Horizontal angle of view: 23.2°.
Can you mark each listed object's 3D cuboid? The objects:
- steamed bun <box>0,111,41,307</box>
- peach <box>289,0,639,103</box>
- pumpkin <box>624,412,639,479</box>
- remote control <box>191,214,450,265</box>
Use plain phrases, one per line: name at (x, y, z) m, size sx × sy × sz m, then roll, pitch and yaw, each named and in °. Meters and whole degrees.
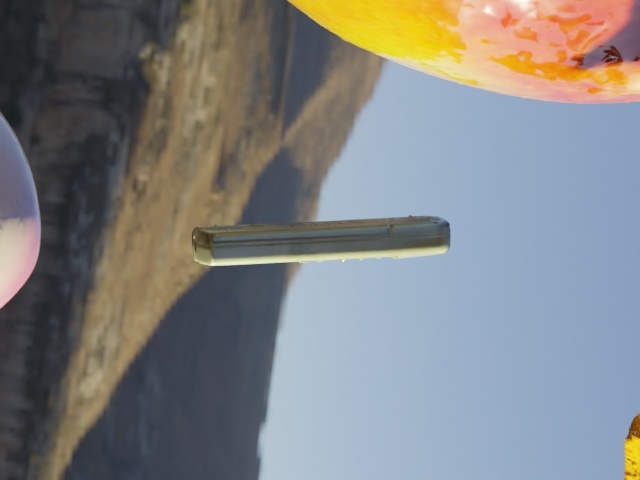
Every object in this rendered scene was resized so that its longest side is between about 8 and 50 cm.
steamed bun at (-0.391, -0.022, 1.462) m, size 0.309 × 0.309 × 0.309 m, roll -172°, pitch -90°, yaw -84°
peach at (0.139, -0.192, 0.874) m, size 0.306 × 0.381 × 0.242 m, roll 79°, pitch 11°, yaw -68°
pumpkin at (0.302, 0.192, 1.352) m, size 0.074 × 0.054 × 0.083 m, roll 37°, pitch -29°, yaw 39°
remote control at (0.000, 0.000, 1.428) m, size 0.098 × 0.234 × 0.038 m, roll -167°, pitch -104°, yaw -75°
